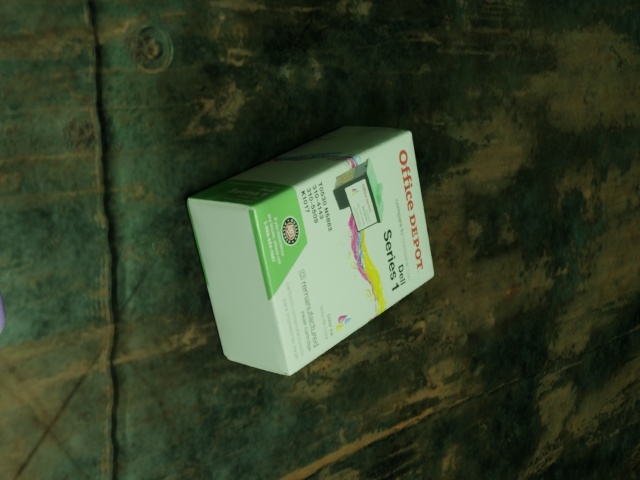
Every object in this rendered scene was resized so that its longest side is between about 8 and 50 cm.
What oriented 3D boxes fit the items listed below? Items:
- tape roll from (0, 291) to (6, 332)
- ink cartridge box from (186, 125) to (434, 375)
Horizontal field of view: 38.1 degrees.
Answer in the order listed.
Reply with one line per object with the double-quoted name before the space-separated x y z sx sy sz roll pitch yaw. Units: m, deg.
"tape roll" -0.355 0.042 0.603 0.274 0.274 0.090 -23 113 -43
"ink cartridge box" 0.000 0.000 1.093 0.278 0.117 0.201 -29 117 -41
